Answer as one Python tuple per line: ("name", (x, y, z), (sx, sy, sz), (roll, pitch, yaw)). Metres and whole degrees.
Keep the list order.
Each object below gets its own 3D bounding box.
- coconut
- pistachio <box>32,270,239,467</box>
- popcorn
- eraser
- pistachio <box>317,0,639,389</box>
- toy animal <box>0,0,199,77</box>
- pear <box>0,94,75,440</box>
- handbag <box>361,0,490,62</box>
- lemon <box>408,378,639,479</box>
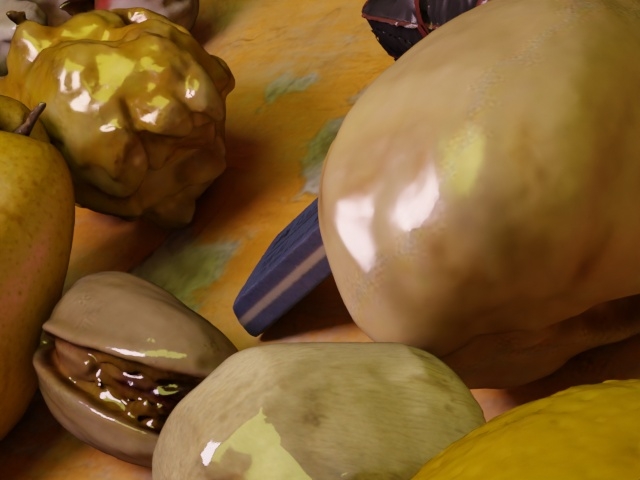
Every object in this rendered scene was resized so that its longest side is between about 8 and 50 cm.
("coconut", (0.014, 0.161, 1.075), (0.224, 0.224, 0.224), (-23, 33, 16))
("pistachio", (-0.132, 0.097, 1.368), (0.206, 0.131, 0.129), (22, 106, 48))
("popcorn", (-0.165, -0.114, 1.601), (0.190, 0.191, 0.253), (-28, 41, -30))
("eraser", (0.000, 0.000, 1.344), (0.082, 0.036, 0.225), (-57, 9, -32))
("pistachio", (0.135, -0.037, 1.202), (0.321, 0.238, 0.229), (-42, -13, -32))
("toy animal", (-0.244, -0.189, 1.794), (0.266, 0.188, 0.308), (-27, 35, 18))
("pear", (-0.340, 0.032, 1.460), (0.285, 0.285, 0.336), (3, 77, 44))
("handbag", (0.156, -0.183, 1.440), (0.215, 0.155, 0.169), (20, 67, 50))
("lemon", (0.141, 0.220, 0.775), (0.336, 0.336, 0.336), (-23, 33, 16))
